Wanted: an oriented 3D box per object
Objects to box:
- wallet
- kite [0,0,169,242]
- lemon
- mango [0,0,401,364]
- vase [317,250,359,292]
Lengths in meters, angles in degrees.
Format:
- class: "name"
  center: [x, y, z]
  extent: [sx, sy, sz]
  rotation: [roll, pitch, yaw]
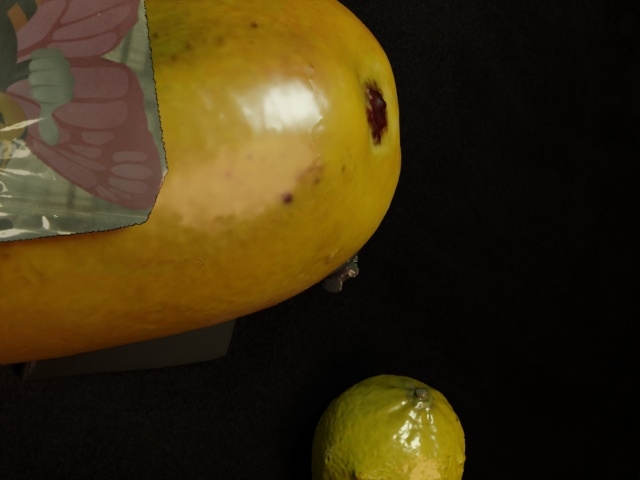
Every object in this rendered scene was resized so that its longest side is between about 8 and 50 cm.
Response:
- class: "wallet"
  center: [-0.172, 0.072, 0.897]
  extent: [0.244, 0.025, 0.124]
  rotation: [1, 110, -48]
- class: "kite"
  center: [-0.164, -0.171, 0.432]
  extent: [0.204, 0.022, 0.361]
  rotation: [5, 99, -9]
- class: "lemon"
  center: [0.084, 0.272, 1.157]
  extent: [0.192, 0.192, 0.231]
  rotation: [-14, 132, -43]
- class: "mango"
  center: [-0.160, -0.039, 0.617]
  extent: [0.445, 0.300, 0.232]
  rotation: [-15, 99, -6]
- class: "vase"
  center: [0.000, 0.000, 0.986]
  extent: [0.120, 0.120, 0.183]
  rotation: [-53, 154, -12]
